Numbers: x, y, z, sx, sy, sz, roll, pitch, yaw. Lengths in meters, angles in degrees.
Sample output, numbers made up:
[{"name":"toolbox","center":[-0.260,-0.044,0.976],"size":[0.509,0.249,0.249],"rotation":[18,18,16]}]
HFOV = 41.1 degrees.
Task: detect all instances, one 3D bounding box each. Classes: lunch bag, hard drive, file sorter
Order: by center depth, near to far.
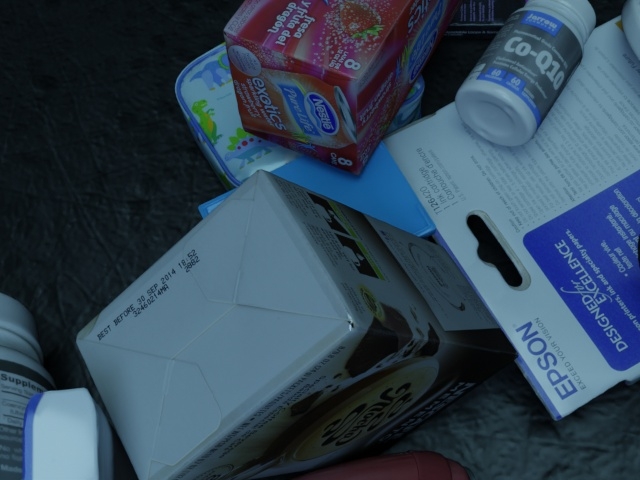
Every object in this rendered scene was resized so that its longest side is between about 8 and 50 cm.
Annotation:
[{"name":"hard drive","center":[-0.137,0.242,0.556],"size":[0.040,0.319,0.210],"rotation":[-6,65,-7]},{"name":"file sorter","center":[0.000,0.000,0.769],"size":[0.170,0.104,0.118],"rotation":[-27,66,-6]},{"name":"lunch bag","center":[-0.020,-0.140,0.841],"size":[0.219,0.090,0.176],"rotation":[-31,68,-8]}]

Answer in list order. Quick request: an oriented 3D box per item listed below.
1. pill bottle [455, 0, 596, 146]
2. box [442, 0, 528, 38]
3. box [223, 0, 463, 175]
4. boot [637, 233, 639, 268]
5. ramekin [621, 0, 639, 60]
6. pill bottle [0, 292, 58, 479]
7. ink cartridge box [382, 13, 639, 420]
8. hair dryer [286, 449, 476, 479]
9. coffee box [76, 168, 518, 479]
[{"name":"pill bottle","center":[0.186,-0.158,0.765],"size":[0.078,0.078,0.137],"rotation":[29,71,17]},{"name":"box","center":[0.162,-0.269,0.914],"size":[0.162,0.029,0.116],"rotation":[1,66,8]},{"name":"box","center":[0.037,-0.203,0.741],"size":[0.122,0.128,0.257],"rotation":[23,63,15]},{"name":"boot","center":[0.432,0.062,0.640],"size":[0.260,0.131,0.348],"rotation":[-37,86,-9]},{"name":"ramekin","center":[0.389,-0.193,0.765],"size":[0.207,0.109,0.207],"rotation":[15,48,-18]},{"name":"pill bottle","center":[-0.277,0.182,0.655],"size":[0.161,0.161,0.283],"rotation":[-21,48,-4]},{"name":"ink cartridge box","center":[0.253,-0.034,0.782],"size":[0.307,0.072,0.304],"rotation":[-29,67,-5]},{"name":"hair dryer","center":[0.055,0.264,0.617],"size":[0.293,0.080,0.224],"rotation":[36,71,-1]},{"name":"coffee box","center":[0.004,0.075,0.609],"size":[0.168,0.297,0.119],"rotation":[-41,64,18]}]
